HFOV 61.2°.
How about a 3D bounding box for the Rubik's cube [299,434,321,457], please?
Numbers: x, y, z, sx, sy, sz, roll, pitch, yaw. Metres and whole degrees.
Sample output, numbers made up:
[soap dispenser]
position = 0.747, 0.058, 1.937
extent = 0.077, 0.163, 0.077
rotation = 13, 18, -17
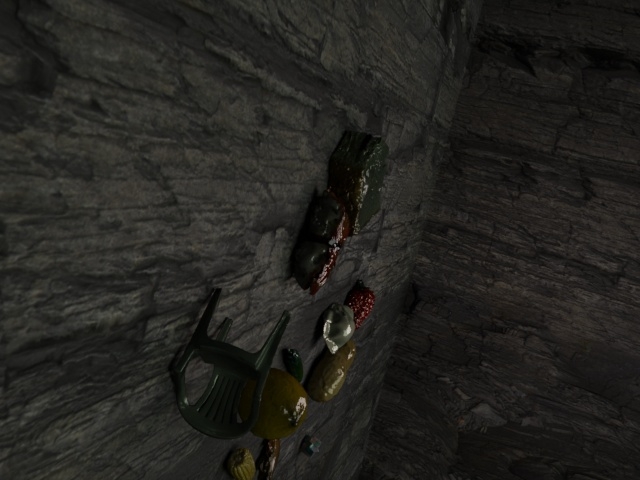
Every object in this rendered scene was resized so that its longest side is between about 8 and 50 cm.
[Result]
[Rubik's cube]
position = -0.039, 0.877, 2.329
extent = 0.084, 0.075, 0.073
rotation = -65, 180, -65

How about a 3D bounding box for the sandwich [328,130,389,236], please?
[sandwich]
position = 0.130, -0.208, 1.833
extent = 0.262, 0.131, 0.326
rotation = -42, 142, -53

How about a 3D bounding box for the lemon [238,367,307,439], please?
[lemon]
position = -0.138, 0.461, 1.534
extent = 0.192, 0.231, 0.192
rotation = -12, 111, -34

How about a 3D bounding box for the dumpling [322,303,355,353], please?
[dumpling]
position = 0.061, 0.326, 2.127
extent = 0.151, 0.124, 0.229
rotation = 56, 37, -18

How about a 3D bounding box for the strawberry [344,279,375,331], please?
[strawberry]
position = 0.168, 0.311, 2.388
extent = 0.286, 0.106, 0.188
rotation = -64, 157, -22

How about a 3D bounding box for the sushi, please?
[sushi]
position = 0.000, 0.000, 1.677
extent = 0.332, 0.129, 0.124
rotation = -65, 164, -7

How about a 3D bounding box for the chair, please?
[chair]
position = -0.204, 0.290, 1.243
extent = 0.191, 0.203, 0.275
rotation = 99, 13, -53

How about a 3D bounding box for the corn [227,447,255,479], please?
[corn]
position = -0.240, 0.694, 1.661
extent = 0.165, 0.063, 0.085
rotation = 85, 19, -49

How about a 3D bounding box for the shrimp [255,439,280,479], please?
[shrimp]
position = -0.195, 0.771, 1.851
extent = 0.262, 0.066, 0.117
rotation = -71, 151, -52

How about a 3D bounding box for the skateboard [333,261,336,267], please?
[skateboard]
position = -0.006, 0.096, 1.785
extent = 0.151, 0.080, 0.067
rotation = -55, 148, -46

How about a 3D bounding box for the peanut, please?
[peanut]
position = 0.054, 0.519, 2.201
extent = 0.319, 0.147, 0.148
rotation = -50, 150, -42

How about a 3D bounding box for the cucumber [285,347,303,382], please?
[cucumber]
position = -0.088, 0.426, 1.868
extent = 0.250, 0.056, 0.056
rotation = 84, 29, -52
